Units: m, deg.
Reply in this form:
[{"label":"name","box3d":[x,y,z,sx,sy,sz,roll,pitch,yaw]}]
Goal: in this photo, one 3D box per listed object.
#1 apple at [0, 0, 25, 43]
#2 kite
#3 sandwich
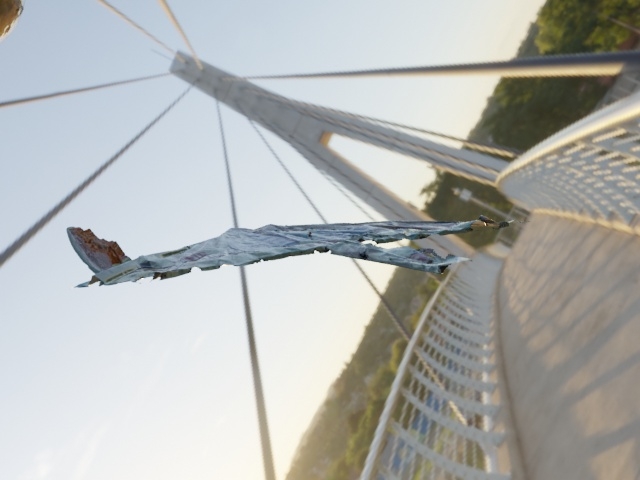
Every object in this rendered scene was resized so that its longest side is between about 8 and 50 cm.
[{"label":"apple","box3d":[-0.347,-0.239,0.585,0.182,0.183,0.155,-49,-22,-58]},{"label":"kite","box3d":[0.000,-0.001,0.579,0.368,0.406,0.014,9,105,62]},{"label":"sandwich","box3d":[-0.340,0.023,1.072,0.029,0.135,0.067,-33,-44,-42]}]
